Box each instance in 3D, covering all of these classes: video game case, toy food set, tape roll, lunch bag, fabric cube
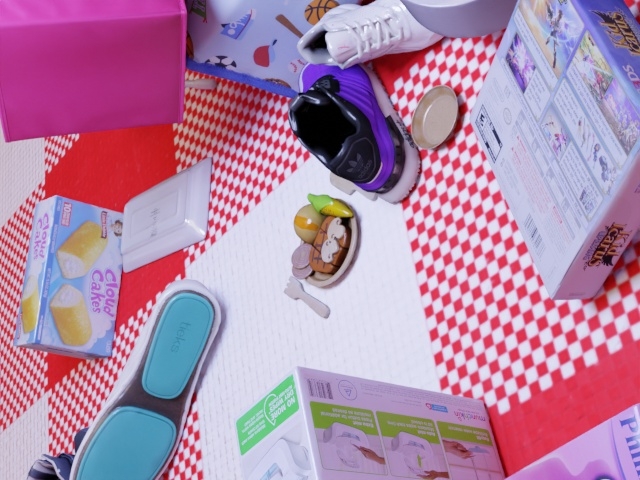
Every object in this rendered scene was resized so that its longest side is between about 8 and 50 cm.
[{"bbox_3d":[0.252,-0.119,1.143,0.244,0.061,0.269,107,153,-47],"label":"video game case"},{"bbox_3d":[0.000,0.000,1.535,0.132,0.038,0.192,32,103,54],"label":"toy food set"},{"bbox_3d":[0.180,-0.349,1.328,0.219,0.072,0.219,-13,63,27],"label":"tape roll"},{"bbox_3d":[-0.076,-0.463,1.645,0.328,0.239,0.385,-49,38,41],"label":"lunch bag"},{"bbox_3d":[-0.336,-0.320,1.588,0.254,0.258,0.259,102,157,-58],"label":"fabric cube"}]

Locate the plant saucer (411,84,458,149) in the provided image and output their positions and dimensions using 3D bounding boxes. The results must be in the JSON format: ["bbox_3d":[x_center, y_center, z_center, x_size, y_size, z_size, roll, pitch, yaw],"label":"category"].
[{"bbox_3d":[0.146,-0.152,1.414,0.083,0.015,0.083,-25,58,47],"label":"plant saucer"}]

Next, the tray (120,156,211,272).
[{"bbox_3d":[-0.273,-0.042,1.934,0.270,0.030,0.145,-21,62,49],"label":"tray"}]

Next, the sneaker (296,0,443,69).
[{"bbox_3d":[0.066,-0.262,1.454,0.232,0.115,0.090,-10,112,45],"label":"sneaker"}]

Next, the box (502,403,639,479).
[{"bbox_3d":[0.258,0.296,0.999,0.243,0.117,0.213,-41,47,38],"label":"box"}]

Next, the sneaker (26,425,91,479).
[{"bbox_3d":[-0.405,0.362,1.846,0.226,0.163,0.086,37,109,55],"label":"sneaker"}]

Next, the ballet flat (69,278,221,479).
[{"bbox_3d":[-0.267,0.239,1.754,0.139,0.139,0.400,34,101,54],"label":"ballet flat"}]

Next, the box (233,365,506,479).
[{"bbox_3d":[0.067,0.270,1.147,0.127,0.262,0.231,-43,46,37],"label":"box"}]

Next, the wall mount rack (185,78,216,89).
[{"bbox_3d":[-0.302,-0.375,1.988,0.304,0.130,0.350,11,102,58],"label":"wall mount rack"}]

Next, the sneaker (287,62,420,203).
[{"bbox_3d":[0.014,-0.173,1.489,0.102,0.146,0.293,-57,39,22],"label":"sneaker"}]

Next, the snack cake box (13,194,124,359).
[{"bbox_3d":[-0.439,0.069,2.012,0.089,0.152,0.264,-14,67,51],"label":"snack cake box"}]
